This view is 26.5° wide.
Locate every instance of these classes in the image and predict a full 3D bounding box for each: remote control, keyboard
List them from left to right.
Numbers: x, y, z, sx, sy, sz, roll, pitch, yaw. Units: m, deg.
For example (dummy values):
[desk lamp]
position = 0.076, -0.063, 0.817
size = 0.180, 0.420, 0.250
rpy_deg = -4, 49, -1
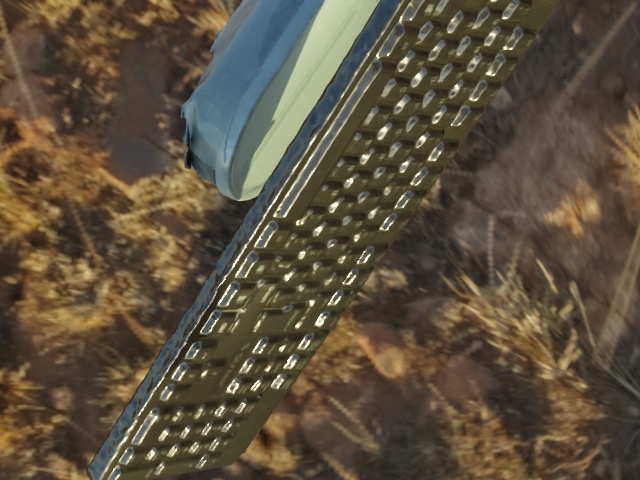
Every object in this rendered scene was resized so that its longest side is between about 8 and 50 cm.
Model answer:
[keyboard]
position = 0.000, 0.000, 0.596
size = 0.018, 0.101, 0.310
rpy_deg = 51, 122, 29
[remote control]
position = 0.006, -0.132, 0.731
size = 0.052, 0.104, 0.247
rpy_deg = 31, 80, 15
